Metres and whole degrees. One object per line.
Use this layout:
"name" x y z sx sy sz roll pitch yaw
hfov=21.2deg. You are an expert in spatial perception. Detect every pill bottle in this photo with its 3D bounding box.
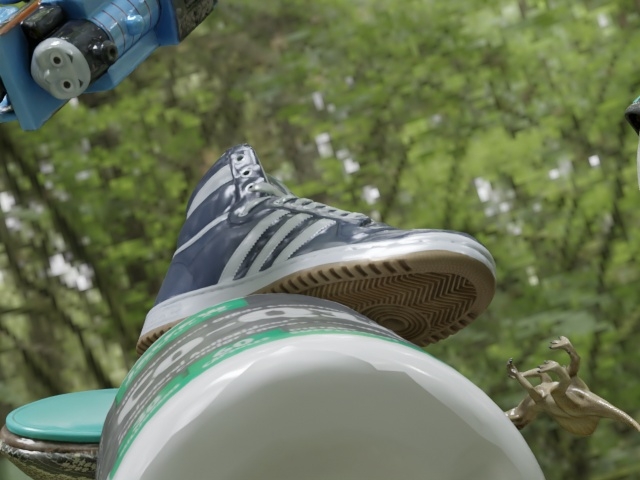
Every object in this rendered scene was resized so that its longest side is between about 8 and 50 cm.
"pill bottle" -0.015 0.133 0.884 0.204 0.204 0.361 -16 4 -7

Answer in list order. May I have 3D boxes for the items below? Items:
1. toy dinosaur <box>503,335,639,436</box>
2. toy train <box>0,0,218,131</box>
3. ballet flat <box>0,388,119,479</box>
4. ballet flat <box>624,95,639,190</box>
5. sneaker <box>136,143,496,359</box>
"toy dinosaur" 0.220 0.136 1.493 0.053 0.092 0.183 -40 23 -33
"toy train" -0.144 -0.135 1.046 0.105 0.080 0.184 -5 29 30
"ballet flat" -0.151 0.211 1.807 0.164 0.182 0.483 13 20 29
"ballet flat" 0.344 -0.012 1.533 0.096 0.280 0.095 -15 -17 -12
"sneaker" 0.000 0.000 1.159 0.282 0.153 0.099 -16 -44 36
